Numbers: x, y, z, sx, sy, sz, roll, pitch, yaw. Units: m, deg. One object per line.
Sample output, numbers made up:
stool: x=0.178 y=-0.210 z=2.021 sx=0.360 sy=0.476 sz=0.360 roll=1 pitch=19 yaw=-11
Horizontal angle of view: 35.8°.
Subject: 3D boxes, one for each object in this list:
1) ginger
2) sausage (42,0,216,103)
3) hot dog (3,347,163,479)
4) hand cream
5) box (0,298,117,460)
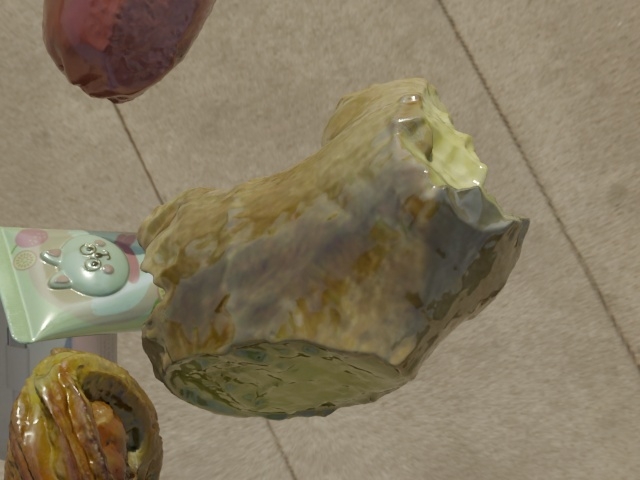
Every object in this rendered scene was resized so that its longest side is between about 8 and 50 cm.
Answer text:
ginger: x=0.000 y=0.000 z=0.630 sx=0.276 sy=0.130 sz=0.221 roll=-1 pitch=69 yaw=29
sausage: x=-0.161 y=-0.264 z=0.929 sx=0.152 sy=0.152 sz=0.279 roll=26 pitch=94 yaw=4
hot dog: x=-0.187 y=0.207 z=0.787 sx=0.114 sy=0.175 sz=0.259 roll=16 pitch=124 yaw=-1
hand cream: x=-0.172 y=0.041 z=0.998 sx=0.306 sy=0.093 sz=0.147 roll=-1 pitch=47 yaw=-33
box: x=-0.339 y=0.121 z=1.127 sx=0.203 sy=0.106 sz=0.251 roll=8 pitch=103 yaw=21
